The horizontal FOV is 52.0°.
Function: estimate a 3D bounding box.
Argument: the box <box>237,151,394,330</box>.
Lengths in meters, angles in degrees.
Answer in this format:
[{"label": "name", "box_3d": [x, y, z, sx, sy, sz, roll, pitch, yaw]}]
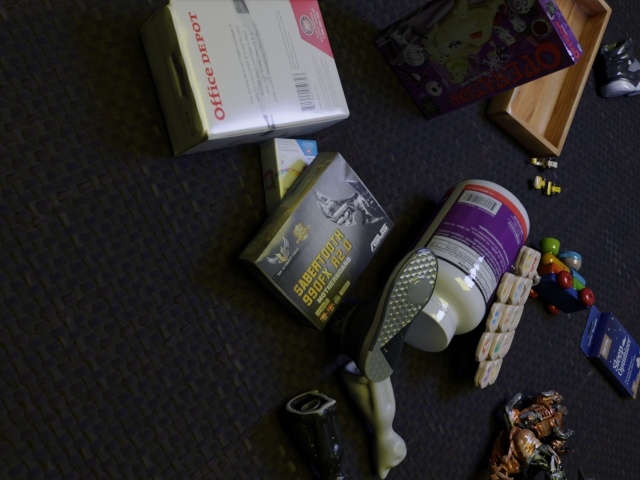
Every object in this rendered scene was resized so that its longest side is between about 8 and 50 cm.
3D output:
[{"label": "box", "box_3d": [0.000, 0.000, 1.068, 0.231, 0.056, 0.183, -53, 125, -19]}]

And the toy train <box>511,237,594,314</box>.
[{"label": "toy train", "box_3d": [0.510, 0.054, 1.476, 0.248, 0.105, 0.143, 33, 53, -28]}]

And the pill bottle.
[{"label": "pill bottle", "box_3d": [0.249, 0.046, 1.219, 0.181, 0.181, 0.323, 51, 56, -19]}]

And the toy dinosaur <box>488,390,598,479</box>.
[{"label": "toy dinosaur", "box_3d": [0.418, 0.441, 1.328, 0.322, 0.164, 0.218, -34, 88, -18]}]

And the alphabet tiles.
[{"label": "alphabet tiles", "box_3d": [0.367, 0.151, 1.284, 0.278, 0.021, 0.284, 14, 96, -62]}]

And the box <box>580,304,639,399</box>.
[{"label": "box", "box_3d": [0.735, 0.278, 1.643, 0.225, 0.036, 0.136, 43, 59, -22]}]

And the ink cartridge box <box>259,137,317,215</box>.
[{"label": "ink cartridge box", "box_3d": [-0.048, -0.104, 1.100, 0.088, 0.052, 0.123, -3, 85, -38]}]

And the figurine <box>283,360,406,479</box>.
[{"label": "figurine", "box_3d": [0.058, 0.327, 1.089, 0.214, 0.092, 0.210, -25, 105, -39]}]

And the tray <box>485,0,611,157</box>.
[{"label": "tray", "box_3d": [0.542, -0.425, 1.551, 0.202, 0.076, 0.411, 30, 77, -30]}]

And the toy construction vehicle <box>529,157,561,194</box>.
[{"label": "toy construction vehicle", "box_3d": [0.536, -0.153, 1.575, 0.098, 0.035, 0.086, 3, 91, -35]}]

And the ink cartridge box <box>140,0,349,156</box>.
[{"label": "ink cartridge box", "box_3d": [-0.115, -0.263, 1.036, 0.283, 0.117, 0.207, -17, 92, -39]}]

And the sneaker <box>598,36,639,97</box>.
[{"label": "sneaker", "box_3d": [0.875, -0.491, 1.849, 0.268, 0.101, 0.153, -13, 92, -36]}]

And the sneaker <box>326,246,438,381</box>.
[{"label": "sneaker", "box_3d": [0.093, 0.098, 1.088, 0.086, 0.163, 0.226, 25, 93, -28]}]

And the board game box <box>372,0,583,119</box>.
[{"label": "board game box", "box_3d": [0.275, -0.359, 1.209, 0.208, 0.346, 0.056, 47, 59, -21]}]
